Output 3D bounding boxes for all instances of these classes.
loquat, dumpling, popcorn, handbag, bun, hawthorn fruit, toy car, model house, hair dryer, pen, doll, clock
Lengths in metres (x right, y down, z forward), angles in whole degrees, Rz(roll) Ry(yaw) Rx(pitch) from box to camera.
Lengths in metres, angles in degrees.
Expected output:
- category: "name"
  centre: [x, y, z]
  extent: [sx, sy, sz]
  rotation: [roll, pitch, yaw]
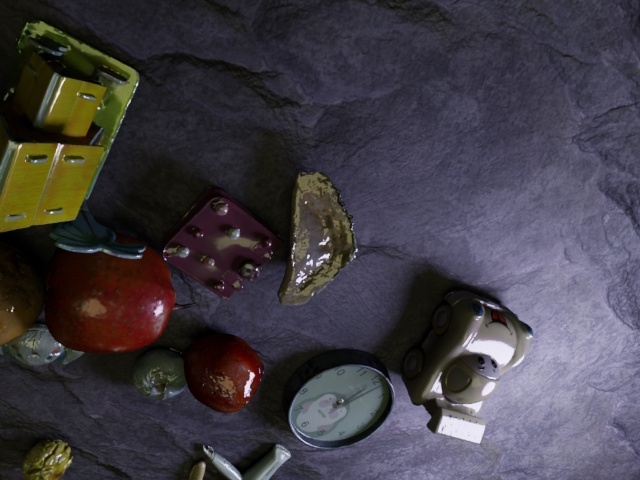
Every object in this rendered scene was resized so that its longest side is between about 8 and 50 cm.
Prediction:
- category: "loquat"
  centre: [-0.665, 0.104, 0.958]
  extent: [0.235, 0.235, 0.235]
  rotation: [-5, 116, -11]
- category: "dumpling"
  centre: [-0.004, -0.002, 1.141]
  extent: [0.166, 0.086, 0.332]
  rotation: [5, 114, -14]
- category: "popcorn"
  centre: [-0.689, 0.563, 1.246]
  extent: [0.121, 0.106, 0.116]
  rotation: [-17, 108, -4]
- category: "handbag"
  centre: [-0.218, 0.013, 1.106]
  extent: [0.203, 0.074, 0.216]
  rotation: [-44, 117, 10]
- category: "bun"
  centre: [-0.392, 0.338, 1.218]
  extent: [0.141, 0.083, 0.140]
  rotation: [-7, 118, -13]
- category: "hawthorn fruit"
  centre: [-0.254, 0.308, 1.186]
  extent: [0.235, 0.181, 0.181]
  rotation: [31, 105, -24]
- category: "hawthorn fruit"
  centre: [-0.404, 0.109, 1.032]
  extent: [0.300, 0.254, 0.254]
  rotation: [7, 115, -34]
- category: "toy car"
  centre: [0.395, 0.334, 1.319]
  extent: [0.242, 0.226, 0.336]
  rotation: [22, 110, -21]
- category: "model house"
  centre: [-0.413, -0.145, 0.841]
  extent: [0.340, 0.323, 0.300]
  rotation: [25, 108, -23]
- category: "hair dryer"
  centre: [-0.235, 0.629, 1.419]
  extent: [0.237, 0.075, 0.206]
  rotation: [40, 94, -18]
- category: "pen"
  centre: [-0.376, 0.726, 1.441]
  extent: [0.040, 0.032, 0.233]
  rotation: [22, 111, 3]
- category: "doll"
  centre: [-0.638, 0.234, 1.118]
  extent: [0.214, 0.071, 0.103]
  rotation: [12, 124, -27]
- category: "clock"
  centre: [0.055, 0.450, 1.388]
  extent: [0.319, 0.066, 0.318]
  rotation: [-5, 116, -11]
